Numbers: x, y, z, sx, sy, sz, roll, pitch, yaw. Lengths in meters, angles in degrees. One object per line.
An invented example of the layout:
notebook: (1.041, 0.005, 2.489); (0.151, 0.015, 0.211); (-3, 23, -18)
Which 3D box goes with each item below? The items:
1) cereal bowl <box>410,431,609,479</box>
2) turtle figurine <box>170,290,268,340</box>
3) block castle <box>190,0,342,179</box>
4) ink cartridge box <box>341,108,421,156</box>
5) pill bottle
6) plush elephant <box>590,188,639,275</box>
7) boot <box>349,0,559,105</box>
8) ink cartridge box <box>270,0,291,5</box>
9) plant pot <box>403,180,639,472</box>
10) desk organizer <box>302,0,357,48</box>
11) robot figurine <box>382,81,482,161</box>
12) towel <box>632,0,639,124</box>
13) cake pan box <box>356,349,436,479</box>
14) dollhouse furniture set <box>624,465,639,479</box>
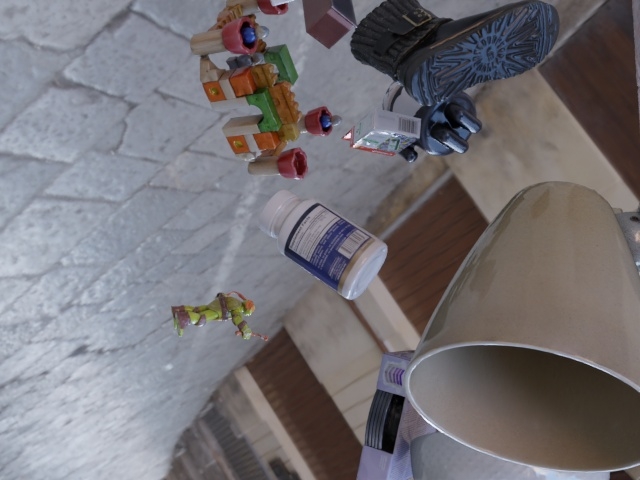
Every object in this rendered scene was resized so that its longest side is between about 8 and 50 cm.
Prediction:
cereal bowl: (0.325, 0.431, 1.200); (0.339, 0.141, 0.339); (5, 155, 2)
turtle figurine: (-0.245, 0.179, 1.682); (0.217, 0.269, 0.087); (-8, 116, -22)
block castle: (-0.120, -0.406, 1.798); (0.213, 0.453, 0.303); (-2, -140, 27)
ink cartridge box: (0.073, -0.129, 0.869); (0.063, 0.029, 0.115); (9, 167, -18)
pill bottle: (0.000, 0.000, 0.958); (0.094, 0.169, 0.094); (-47, 159, -24)
plush elephant: (0.644, -0.021, 1.287); (0.255, 0.271, 0.330); (-2, 147, -35)
boot: (0.254, -0.405, 1.346); (0.348, 0.260, 0.131); (-21, 129, -12)
ink cartridge box: (-0.011, -0.584, 1.498); (0.218, 0.092, 0.158); (-12, -159, 5)
plant pot: (0.252, 0.074, 0.770); (0.256, 0.257, 0.274); (-47, -164, 53)
desk organizer: (0.008, -0.319, 0.914); (0.047, 0.130, 0.050); (27, 131, -36)
robot figurine: (0.270, -0.315, 1.707); (0.209, 0.278, 0.173); (-27, 129, -14)
towel: (0.488, -0.244, 0.837); (0.054, 0.316, 0.332); (-9, -168, -2)
cake pan box: (0.169, 0.339, 1.341); (0.070, 0.245, 0.267); (10, 179, 27)
dollhouse furniture set: (0.906, 0.595, 1.692); (0.212, 0.242, 0.161); (2, 126, -43)
